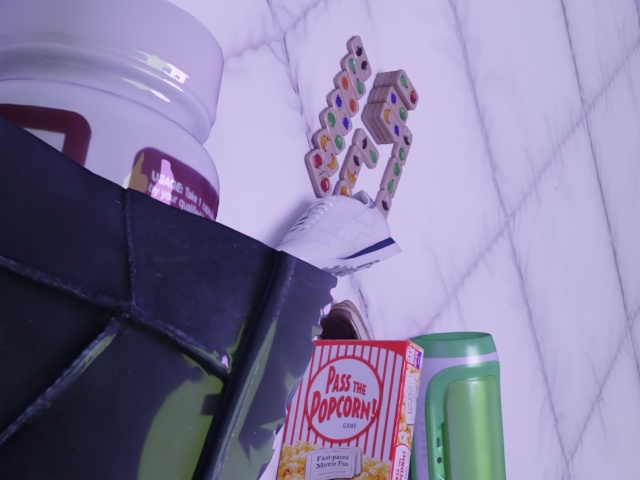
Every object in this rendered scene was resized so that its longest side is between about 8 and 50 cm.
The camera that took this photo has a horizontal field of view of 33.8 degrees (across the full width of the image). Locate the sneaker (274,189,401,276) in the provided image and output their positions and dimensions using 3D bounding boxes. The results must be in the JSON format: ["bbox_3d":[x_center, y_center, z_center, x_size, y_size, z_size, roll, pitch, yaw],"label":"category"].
[{"bbox_3d":[0.000,0.000,1.226,0.235,0.090,0.095,-15,84,-56],"label":"sneaker"}]

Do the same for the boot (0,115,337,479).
[{"bbox_3d":[-0.255,0.075,0.541,0.445,0.146,0.367,26,60,-10],"label":"boot"}]

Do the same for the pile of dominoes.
[{"bbox_3d":[0.067,-0.120,1.367,0.196,0.040,0.251,53,45,-41],"label":"pile of dominoes"}]

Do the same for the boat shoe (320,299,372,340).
[{"bbox_3d":[0.054,0.163,1.303,0.072,0.068,0.190,-43,123,-64],"label":"boat shoe"}]

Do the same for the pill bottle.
[{"bbox_3d":[-0.197,0.023,0.774,0.224,0.224,0.392,33,60,-51],"label":"pill bottle"}]

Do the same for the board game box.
[{"bbox_3d":[0.032,0.209,1.185,0.045,0.146,0.194,35,58,-51],"label":"board game box"}]

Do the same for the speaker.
[{"bbox_3d":[0.189,0.278,1.443,0.131,0.131,0.297,-4,91,-57],"label":"speaker"}]
